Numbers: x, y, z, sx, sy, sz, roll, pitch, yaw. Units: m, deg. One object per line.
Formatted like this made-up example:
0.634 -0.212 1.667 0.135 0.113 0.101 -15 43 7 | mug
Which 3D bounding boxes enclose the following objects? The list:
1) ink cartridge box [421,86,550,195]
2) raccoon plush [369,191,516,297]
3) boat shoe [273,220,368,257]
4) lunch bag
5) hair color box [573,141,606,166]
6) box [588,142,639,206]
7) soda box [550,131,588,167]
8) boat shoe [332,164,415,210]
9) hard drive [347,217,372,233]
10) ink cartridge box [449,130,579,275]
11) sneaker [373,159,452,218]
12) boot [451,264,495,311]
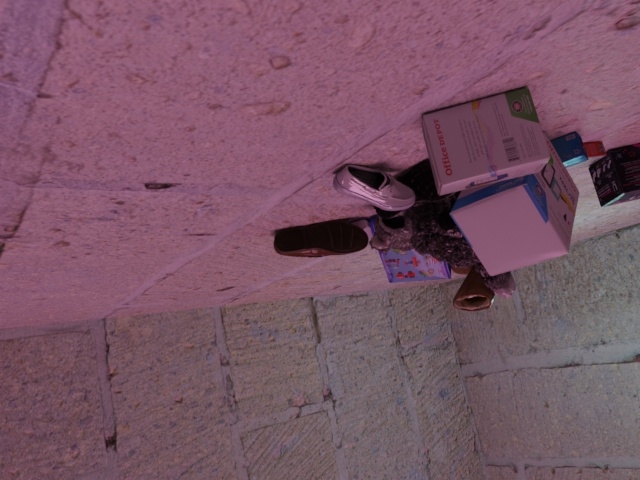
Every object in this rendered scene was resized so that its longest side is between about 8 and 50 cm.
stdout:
0.321 -0.193 1.095 0.212 0.154 0.093 -14 169 6 | ink cartridge box
0.348 0.042 1.653 0.299 0.446 0.216 -23 -169 36 | raccoon plush
0.000 0.000 1.798 0.307 0.111 0.104 1 166 -4 | boat shoe
0.305 0.002 1.848 0.221 0.138 0.293 -6 138 22 | lunch bag
0.699 -0.233 1.507 0.141 0.043 0.072 -7 167 -14 | hair color box
0.974 -0.205 1.646 0.247 0.142 0.163 -11 167 2 | box
0.584 -0.211 1.450 0.210 0.067 0.071 -19 165 33 | soda box
0.145 -0.129 1.335 0.226 0.083 0.076 7 151 -23 | boat shoe
0.124 -0.012 1.980 0.210 0.040 0.318 -17 166 22 | hard drive
0.474 -0.091 1.320 0.197 0.198 0.270 -23 -160 41 | ink cartridge box
0.275 -0.148 1.446 0.124 0.107 0.283 -21 -179 -45 | sneaker
0.497 0.130 1.833 0.236 0.089 0.269 -21 -160 45 | boot
